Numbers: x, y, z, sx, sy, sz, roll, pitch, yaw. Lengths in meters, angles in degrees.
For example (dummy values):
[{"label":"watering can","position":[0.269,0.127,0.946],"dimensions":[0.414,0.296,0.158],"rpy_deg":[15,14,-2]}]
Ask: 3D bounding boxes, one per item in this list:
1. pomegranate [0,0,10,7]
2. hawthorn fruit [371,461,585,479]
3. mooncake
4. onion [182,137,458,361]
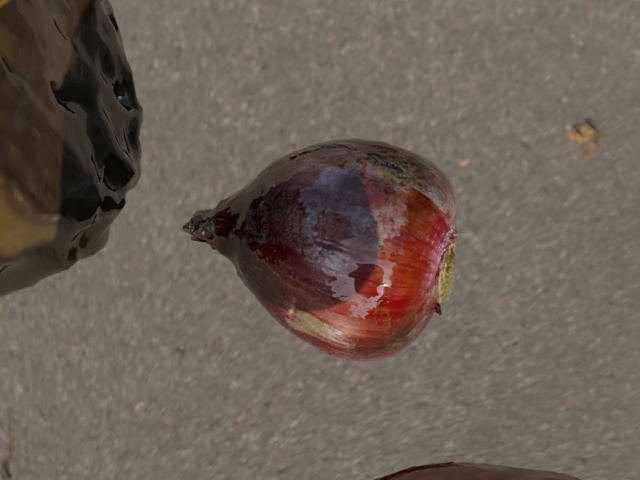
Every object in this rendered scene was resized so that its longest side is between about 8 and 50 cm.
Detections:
[{"label":"pomegranate","position":[-0.184,-0.192,0.540],"dimensions":[0.271,0.229,0.252],"rpy_deg":[13,116,-15]},{"label":"hawthorn fruit","position":[0.080,0.190,0.552],"dimensions":[0.253,0.205,0.205],"rpy_deg":[-5,69,31]},{"label":"mooncake","position":[-0.249,-0.112,0.855],"dimensions":[0.187,0.324,0.323],"rpy_deg":[-16,75,19]},{"label":"onion","position":[0.000,0.000,0.952],"dimensions":[0.195,0.159,0.159],"rpy_deg":[13,71,6]}]
